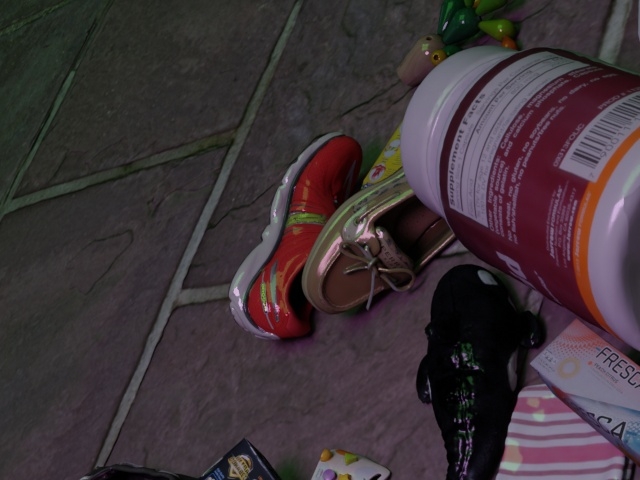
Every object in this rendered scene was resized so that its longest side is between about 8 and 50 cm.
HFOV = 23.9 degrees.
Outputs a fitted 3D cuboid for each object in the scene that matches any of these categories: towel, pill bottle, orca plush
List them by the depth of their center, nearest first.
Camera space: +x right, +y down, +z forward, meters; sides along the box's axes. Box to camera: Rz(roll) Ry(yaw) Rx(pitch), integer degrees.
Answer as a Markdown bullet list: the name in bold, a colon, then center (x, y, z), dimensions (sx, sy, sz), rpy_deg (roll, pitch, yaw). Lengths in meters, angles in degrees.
- **towel**: center (0.214, 0.206, 1.356), dimensions (0.144, 0.029, 0.197), rpy_deg (-13, 47, 45)
- **pill bottle**: center (0.244, -0.054, 1.405), dimensions (0.224, 0.224, 0.392), rpy_deg (-52, 30, -2)
- **orca plush**: center (0.121, 0.125, 1.491), dimensions (0.151, 0.102, 0.287), rpy_deg (-15, 46, 45)

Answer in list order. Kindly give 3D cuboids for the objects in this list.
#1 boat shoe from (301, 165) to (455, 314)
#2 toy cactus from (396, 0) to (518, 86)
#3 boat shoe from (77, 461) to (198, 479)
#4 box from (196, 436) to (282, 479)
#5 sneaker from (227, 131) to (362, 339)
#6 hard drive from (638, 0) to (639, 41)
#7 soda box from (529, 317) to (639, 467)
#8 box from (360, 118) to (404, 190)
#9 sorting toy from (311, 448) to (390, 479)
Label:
- **boat shoe**: center (0.095, -0.020, 1.680), dimensions (0.285, 0.104, 0.089), rpy_deg (-46, 28, 6)
- **toy cactus**: center (0.158, -0.256, 1.873), dimensions (0.180, 0.112, 0.219), rpy_deg (-40, 39, 36)
- **boat shoe**: center (-0.230, 0.303, 1.766), dimensions (0.335, 0.095, 0.112), rpy_deg (-7, 51, 49)
- **box**: center (-0.085, 0.329, 1.532), dimensions (0.175, 0.051, 0.220), rpy_deg (-42, 42, -2)
- **sneaker**: center (0.000, 0.000, 1.819), dimensions (0.118, 0.107, 0.279), rpy_deg (11, 68, 36)
- **hard drive**: center (0.448, -0.341, 1.541), dimensions (0.307, 0.040, 0.203), rpy_deg (-30, 44, 49)
- **soda box**: center (0.263, 0.143, 1.296), dimensions (0.063, 0.058, 0.183), rpy_deg (-44, 40, -4)
- **box**: center (0.124, -0.106, 1.797), dimensions (0.179, 0.043, 0.105), rpy_deg (-55, 31, -12)
- **sorting toy**: center (0.032, 0.251, 1.546), dimensions (0.075, 0.045, 0.083), rpy_deg (7, 61, 34)
